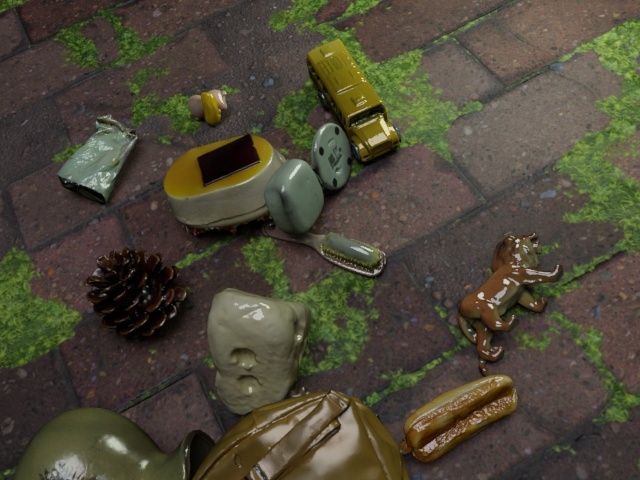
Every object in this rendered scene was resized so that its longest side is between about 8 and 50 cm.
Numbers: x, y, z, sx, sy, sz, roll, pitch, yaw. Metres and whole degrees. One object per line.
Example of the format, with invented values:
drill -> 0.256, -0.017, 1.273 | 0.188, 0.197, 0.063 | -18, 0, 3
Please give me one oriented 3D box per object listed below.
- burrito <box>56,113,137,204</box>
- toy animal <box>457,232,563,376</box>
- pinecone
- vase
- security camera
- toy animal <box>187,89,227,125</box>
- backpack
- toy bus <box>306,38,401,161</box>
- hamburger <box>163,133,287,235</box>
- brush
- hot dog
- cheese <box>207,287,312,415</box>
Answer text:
burrito -> -0.559, -0.211, 1.594 | 0.144, 0.089, 0.228 | 23, 66, 6
toy animal -> 0.369, 0.105, 1.256 | 0.312, 0.097, 0.158 | -44, 50, -14
pinecone -> -0.400, 0.104, 1.321 | 0.208, 0.207, 0.207 | -4, 59, 7
vase -> -0.367, 0.473, 1.097 | 0.303, 0.241, 0.329 | 9, 93, 7
security camera -> -0.022, -0.147, 1.413 | 0.080, 0.157, 0.301 | 2, 43, 36
toy animal -> -0.290, -0.358, 1.647 | 0.114, 0.091, 0.082 | -4, 35, 42
backpack -> -0.037, 0.428, 1.043 | 0.378, 0.201, 0.353 | -16, 72, -5
toy bus -> 0.078, -0.352, 1.545 | 0.121, 0.123, 0.335 | -24, 59, -5
hamburger -> -0.217, -0.130, 1.454 | 0.296, 0.151, 0.227 | -14, 51, 12
brush -> 0.001, -0.002, 1.389 | 0.313, 0.067, 0.072 | 20, 66, 22
hot dog -> 0.246, 0.322, 1.143 | 0.249, 0.102, 0.076 | -28, 18, -10
cheese -> -0.123, 0.203, 1.190 | 0.174, 0.248, 0.251 | 9, 68, 16
